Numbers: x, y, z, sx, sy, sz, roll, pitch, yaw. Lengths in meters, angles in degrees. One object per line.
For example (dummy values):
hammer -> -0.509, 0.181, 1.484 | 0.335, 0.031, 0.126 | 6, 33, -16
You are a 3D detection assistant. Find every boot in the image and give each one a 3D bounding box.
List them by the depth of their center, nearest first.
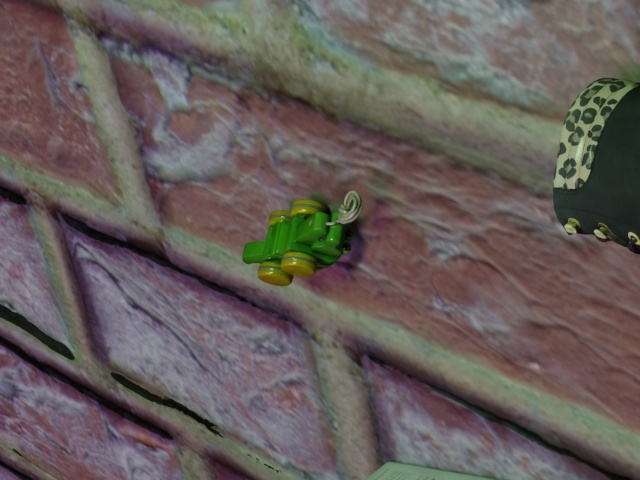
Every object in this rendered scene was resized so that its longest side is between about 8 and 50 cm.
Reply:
boot -> 0.216, 0.015, 1.116 | 0.178, 0.085, 0.236 | 11, 96, 53

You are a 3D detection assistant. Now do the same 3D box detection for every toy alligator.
toy alligator -> 0.000, 0.000, 1.496 | 0.051, 0.056, 0.189 | 20, 159, -25

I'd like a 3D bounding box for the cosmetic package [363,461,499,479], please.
cosmetic package -> 0.156, 0.316, 1.482 | 0.385, 0.156, 0.217 | 3, 122, 52
